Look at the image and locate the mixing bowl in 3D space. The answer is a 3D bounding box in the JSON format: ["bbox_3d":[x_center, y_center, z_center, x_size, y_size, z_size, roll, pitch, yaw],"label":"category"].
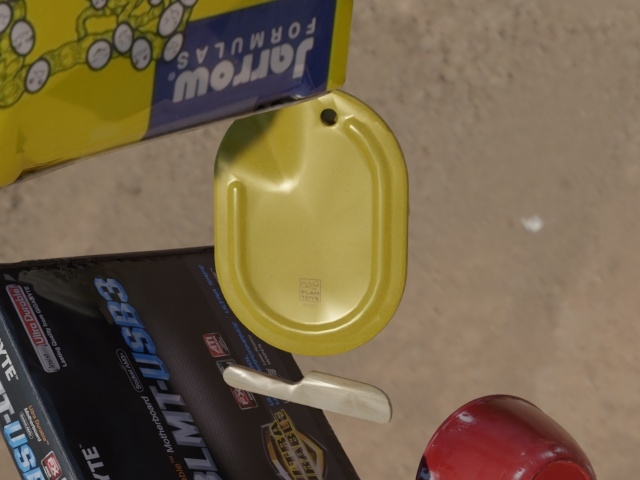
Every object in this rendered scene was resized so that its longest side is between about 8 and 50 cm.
[{"bbox_3d":[0.185,0.234,1.660,0.098,0.181,0.181,4,58,58],"label":"mixing bowl"}]

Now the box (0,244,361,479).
[{"bbox_3d":[-0.130,0.147,1.536,0.073,0.293,0.295,-44,64,34],"label":"box"}]

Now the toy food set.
[{"bbox_3d":[0.000,0.000,1.196,0.128,0.218,0.071,6,16,13],"label":"toy food set"}]

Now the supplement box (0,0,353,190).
[{"bbox_3d":[-0.172,-0.183,0.735,0.356,0.195,0.194,27,34,36],"label":"supplement box"}]
